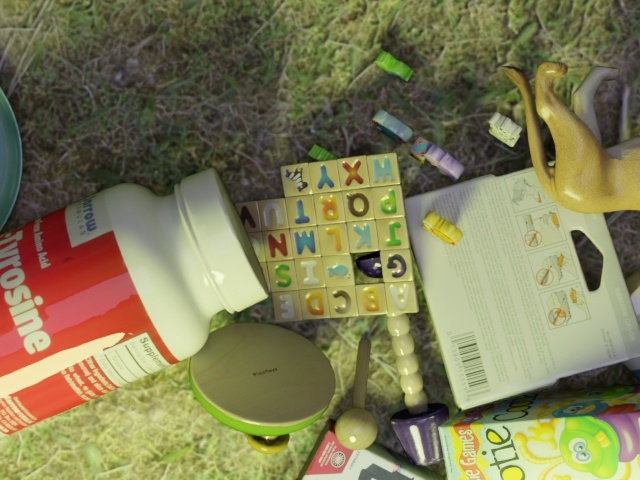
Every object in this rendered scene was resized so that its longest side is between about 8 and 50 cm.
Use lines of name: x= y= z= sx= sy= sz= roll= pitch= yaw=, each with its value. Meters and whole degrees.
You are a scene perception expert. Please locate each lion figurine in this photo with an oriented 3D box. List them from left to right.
lion figurine: x=0.400 y=-0.083 z=1.763 sx=0.392 sy=0.142 sz=0.240 roll=8 pitch=98 yaw=14

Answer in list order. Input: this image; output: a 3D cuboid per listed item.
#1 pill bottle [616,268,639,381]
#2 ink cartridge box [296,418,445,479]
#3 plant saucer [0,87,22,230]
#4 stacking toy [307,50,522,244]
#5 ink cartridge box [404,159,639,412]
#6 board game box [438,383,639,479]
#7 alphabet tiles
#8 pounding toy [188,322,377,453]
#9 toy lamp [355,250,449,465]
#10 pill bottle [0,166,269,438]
pill bottle: x=0.453 y=0.144 z=1.840 sx=0.124 sy=0.124 sz=0.221 roll=-45 pitch=94 yaw=3
ink cartridge box: x=0.059 y=0.327 z=1.877 sx=0.175 sy=0.072 sz=0.127 roll=27 pitch=93 yaw=-2
plant saucer: x=-0.531 y=-0.105 z=1.849 sx=0.317 sy=0.044 sz=0.318 roll=0 pitch=96 yaw=-1
stacking toy: x=0.119 y=-0.118 z=1.815 sx=0.221 sy=0.052 sz=0.167 roll=33 pitch=82 yaw=11
ink cartridge box: x=0.249 y=0.050 z=1.824 sx=0.239 sy=0.060 sz=0.275 roll=-15 pitch=77 yaw=0
board game box: x=0.305 y=0.264 z=1.788 sx=0.275 sy=0.144 sz=0.142 roll=-9 pitch=96 yaw=26
alphabet tiles: x=0.000 y=0.000 z=1.829 sx=0.237 sy=0.009 sz=0.198 roll=-6 pitch=96 yaw=25
pounding toy: x=-0.054 y=0.205 z=1.838 sx=0.236 sy=0.183 sz=0.110 roll=8 pitch=127 yaw=-9
toy lamp: x=0.107 y=0.149 z=1.860 sx=0.080 sy=0.080 sz=0.275 roll=-15 pitch=94 yaw=1
pill bottle: x=-0.280 y=0.071 z=1.773 sx=0.407 sy=0.229 sz=0.229 roll=-24 pitch=95 yaw=1
